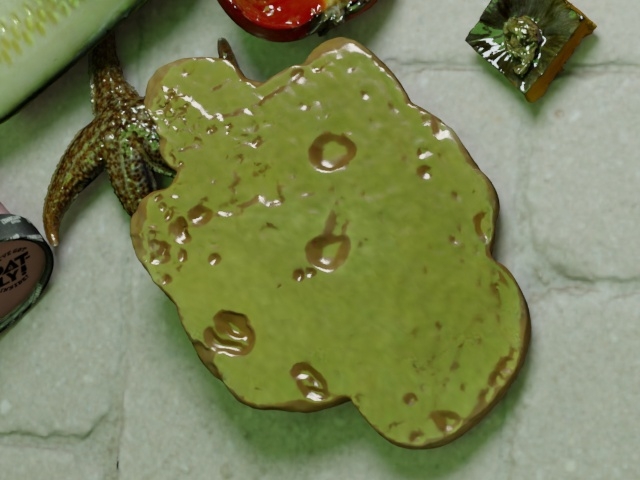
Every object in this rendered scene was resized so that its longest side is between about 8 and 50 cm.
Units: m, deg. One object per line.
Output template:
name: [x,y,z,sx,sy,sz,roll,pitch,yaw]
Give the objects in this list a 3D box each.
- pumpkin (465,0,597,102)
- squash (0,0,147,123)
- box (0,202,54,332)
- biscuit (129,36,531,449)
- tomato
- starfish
pumpkin: [0.160,-0.161,1.486,0.074,0.054,0.083,44,107,22]
squash: [-0.220,-0.234,1.606,0.252,0.093,0.169,-38,87,21]
box: [-0.322,0.004,1.614,0.151,0.151,0.135,-45,64,13]
biscuit: [0.001,0.000,1.514,0.269,0.051,0.376,-43,83,4]
tomato: [-0.019,-0.222,1.540,0.159,0.091,0.139,-27,83,-14]
starfish: [-0.158,-0.091,1.602,0.213,0.057,0.238,-28,78,10]
